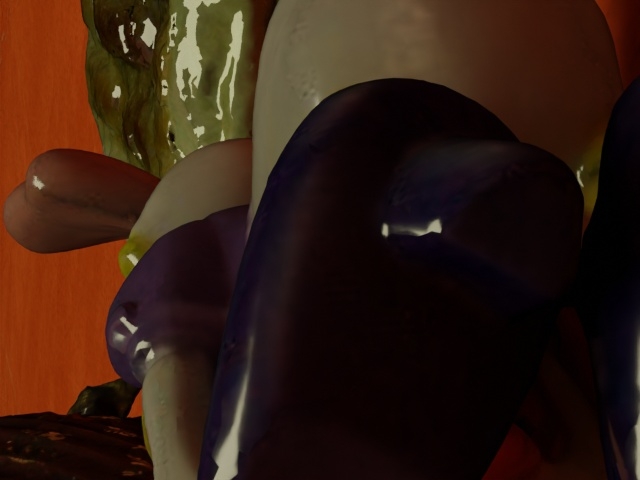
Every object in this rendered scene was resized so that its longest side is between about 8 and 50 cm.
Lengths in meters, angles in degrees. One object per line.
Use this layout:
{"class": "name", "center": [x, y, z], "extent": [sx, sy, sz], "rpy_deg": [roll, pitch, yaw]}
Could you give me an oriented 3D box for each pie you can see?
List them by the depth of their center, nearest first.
{"class": "pie", "center": [-0.070, -0.125, 0.895], "extent": [0.306, 0.071, 0.306], "rpy_deg": [174, 90, -73]}

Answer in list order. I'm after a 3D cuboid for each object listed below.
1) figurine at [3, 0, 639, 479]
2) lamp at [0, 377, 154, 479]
{"class": "figurine", "center": [0.001, 0.004, 0.534], "extent": [0.421, 0.154, 0.193], "rpy_deg": [148, 121, -71]}
{"class": "lamp", "center": [-0.100, 0.172, 0.827], "extent": [0.247, 0.247, 0.247], "rpy_deg": [175, 90, -74]}
